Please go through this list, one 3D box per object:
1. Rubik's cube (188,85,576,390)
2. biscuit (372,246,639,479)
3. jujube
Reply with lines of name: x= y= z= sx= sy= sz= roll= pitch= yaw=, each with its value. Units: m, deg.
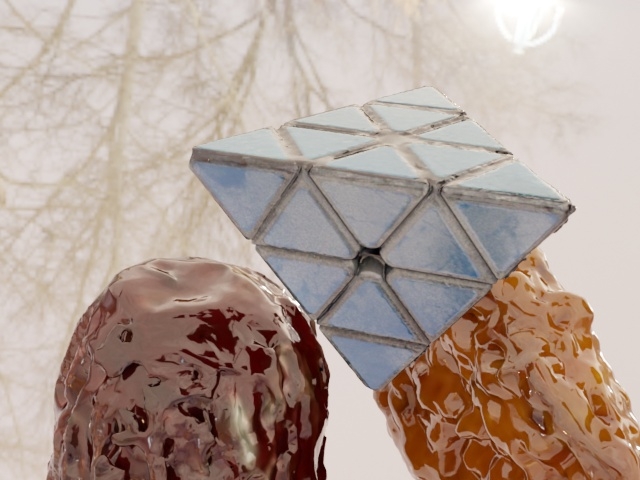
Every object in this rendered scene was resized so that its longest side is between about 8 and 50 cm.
Rubik's cube: x=0.000 y=0.000 z=0.588 sx=0.178 sy=0.190 sz=0.211 roll=13 pitch=-163 yaw=-19
biscuit: x=0.140 y=0.146 z=0.852 sx=0.110 sy=0.312 sz=0.318 roll=-17 pitch=-119 yaw=-22
jujube: x=-0.107 y=0.206 z=0.823 sx=0.258 sy=0.377 sz=0.258 roll=10 pitch=-160 yaw=-4
